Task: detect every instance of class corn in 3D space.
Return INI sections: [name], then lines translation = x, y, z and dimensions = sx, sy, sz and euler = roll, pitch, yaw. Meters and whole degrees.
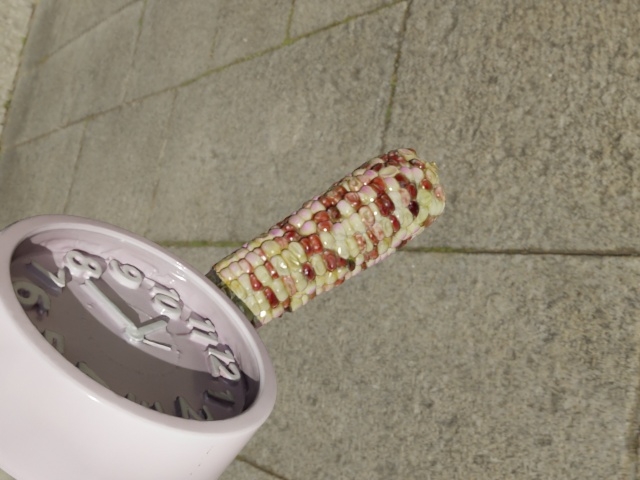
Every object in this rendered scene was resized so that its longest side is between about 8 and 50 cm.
[corn]
translation = 0.000, 0.000, 0.590
dimensions = 0.281, 0.092, 0.092
euler = -30, 38, -19

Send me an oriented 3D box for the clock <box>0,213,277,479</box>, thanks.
[clock]
translation = -0.125, 0.070, 0.397
dimensions = 0.068, 0.197, 0.197
euler = -52, 44, 14
